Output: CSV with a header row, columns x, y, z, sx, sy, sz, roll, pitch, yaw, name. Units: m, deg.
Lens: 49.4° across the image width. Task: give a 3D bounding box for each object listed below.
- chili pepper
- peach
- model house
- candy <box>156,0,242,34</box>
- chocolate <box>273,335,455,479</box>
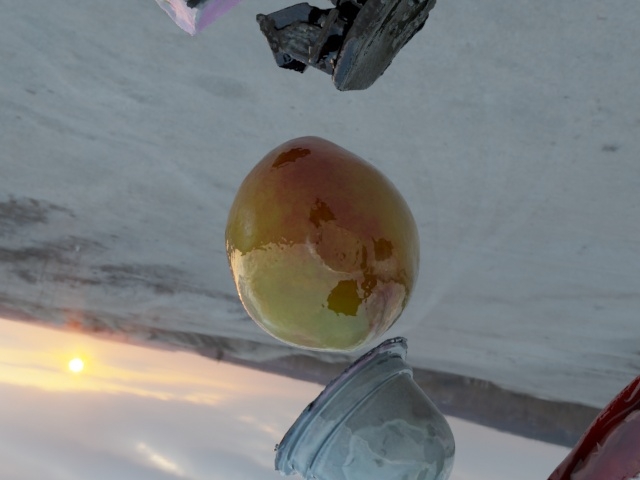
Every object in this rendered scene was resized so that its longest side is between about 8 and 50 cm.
x,y,z,sx,sy,sz,roll,pitch,yaw,name
0.323,0.169,0.627,0.092,0.137,0.368,35,129,9,chili pepper
-0.001,0.000,1.024,0.289,0.307,0.289,-7,-172,1,peach
0.025,-0.258,0.710,0.164,0.203,0.141,37,174,18,model house
-0.158,-0.477,1.129,0.155,0.265,0.116,49,169,2,candy
0.065,0.224,0.745,0.147,0.221,0.221,48,-179,20,chocolate
